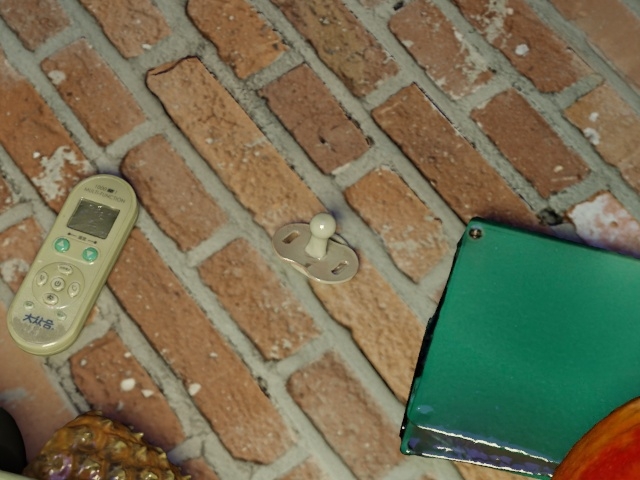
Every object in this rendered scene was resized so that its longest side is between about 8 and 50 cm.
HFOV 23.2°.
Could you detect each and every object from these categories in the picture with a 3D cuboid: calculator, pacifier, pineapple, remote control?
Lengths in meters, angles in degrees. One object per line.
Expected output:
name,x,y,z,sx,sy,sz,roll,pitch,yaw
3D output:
calculator,0.226,0.120,1.585,0.248,0.058,0.274,12,61,8
pacifier,0.000,0.000,1.651,0.099,0.078,0.081,30,44,18
pineapple,-0.150,0.286,1.468,0.279,0.158,0.157,34,66,5
remote control,-0.262,0.026,1.664,0.078,0.042,0.221,17,61,12

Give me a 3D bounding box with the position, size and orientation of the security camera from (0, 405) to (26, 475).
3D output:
security camera,-0.422,0.163,1.500,0.197,0.191,0.277,1,34,-44

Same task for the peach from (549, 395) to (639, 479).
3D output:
peach,0.374,0.290,1.349,0.373,0.290,0.372,-4,64,8

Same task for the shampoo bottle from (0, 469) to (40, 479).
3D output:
shampoo bottle,-0.302,0.340,1.250,0.323,0.322,0.317,10,78,7
